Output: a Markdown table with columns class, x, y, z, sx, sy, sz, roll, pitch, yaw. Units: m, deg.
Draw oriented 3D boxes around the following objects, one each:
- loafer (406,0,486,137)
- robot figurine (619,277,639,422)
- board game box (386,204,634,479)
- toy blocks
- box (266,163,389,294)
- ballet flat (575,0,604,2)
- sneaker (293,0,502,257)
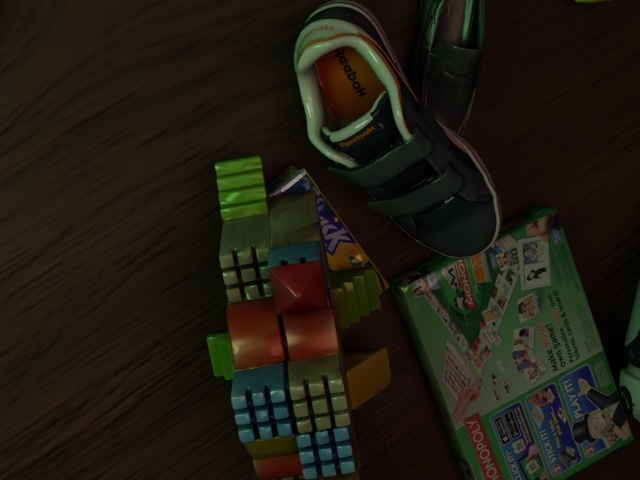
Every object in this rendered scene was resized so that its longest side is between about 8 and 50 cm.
| class | x | y | z | sx | sy | sz | roll | pitch | yaw |
| --- | --- | --- | --- | --- | --- | --- | --- | --- | --- |
| loafer | 0.139 | -0.200 | 1.237 | 0.076 | 0.078 | 0.223 | 2 | 98 | -19 |
| robot figurine | 0.451 | 0.101 | 1.346 | 0.209 | 0.173 | 0.278 | 9 | 95 | -17 |
| board game box | 0.229 | 0.145 | 1.341 | 0.213 | 0.046 | 0.317 | -25 | 106 | -13 |
| toy blocks | -0.025 | 0.132 | 1.108 | 0.190 | 0.261 | 0.381 | -9 | 111 | 1 |
| box | 0.000 | 0.000 | 1.235 | 0.059 | 0.054 | 0.169 | -39 | 109 | -8 |
| ballet flat | 0.282 | -0.373 | 1.265 | 0.077 | 0.077 | 0.231 | -20 | 107 | 2 |
| sneaker | 0.074 | -0.094 | 1.191 | 0.126 | 0.127 | 0.321 | -31 | 105 | 25 |
